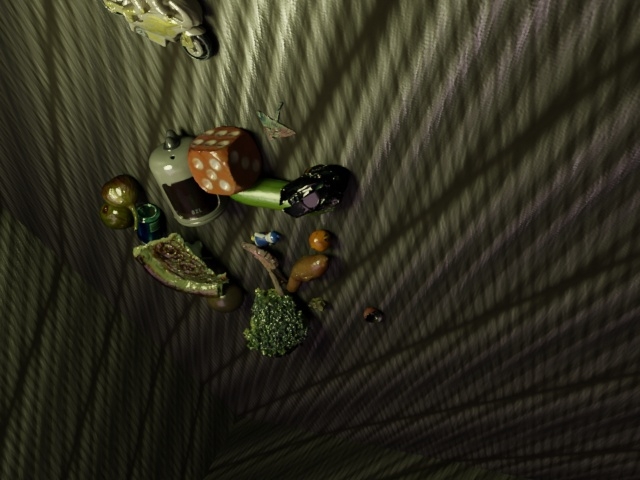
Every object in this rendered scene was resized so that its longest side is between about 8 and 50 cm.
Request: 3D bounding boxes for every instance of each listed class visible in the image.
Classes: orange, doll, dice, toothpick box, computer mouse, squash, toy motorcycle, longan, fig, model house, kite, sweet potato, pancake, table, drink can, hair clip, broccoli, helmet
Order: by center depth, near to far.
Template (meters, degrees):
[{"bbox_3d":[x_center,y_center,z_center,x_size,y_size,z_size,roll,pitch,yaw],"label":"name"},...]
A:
[{"bbox_3d":[-0.437,-0.625,1.160,0.341,0.107,0.223,26,152,-5],"label":"toy motorcycle"},{"bbox_3d":[-0.136,-0.361,1.339,0.139,0.011,0.156,27,144,0],"label":"kite"},{"bbox_3d":[-0.025,-0.156,1.364,0.242,0.077,0.146,-28,83,15],"label":"computer mouse"},{"bbox_3d":[-0.312,-0.263,1.439,0.175,0.174,0.179,7,132,30],"label":"dice"},{"bbox_3d":[-0.129,-0.150,1.488,0.396,0.107,0.107,10,138,18],"label":"squash"},{"bbox_3d":[-0.474,-0.234,1.565,0.229,0.229,0.316,9,136,27],"label":"toothpick box"},{"bbox_3d":[-0.001,0.000,1.596,0.084,0.083,0.083,19,141,16],"label":"orange"},{"bbox_3d":[-0.215,-0.009,1.751,0.143,0.057,0.099,-9,149,40],"label":"doll"},{"bbox_3d":[-0.071,0.131,1.777,0.109,0.109,0.385,38,148,-9],"label":"sweet potato"},{"bbox_3d":[0.212,0.305,1.821,0.084,0.049,0.065,26,113,-35],"label":"helmet"},{"bbox_3d":[-0.220,0.111,1.859,0.173,0.069,0.300,11,140,46],"label":"hair clip"},{"bbox_3d":[-0.829,-0.157,1.882,0.149,0.149,0.245,-31,87,49],"label":"fig"},{"bbox_3d":[-0.004,0.288,1.944,0.083,0.057,0.058,-16,118,42],"label":"model house"},{"bbox_3d":[-0.622,0.138,1.978,0.305,0.066,0.427,-31,116,31],"label":"pancake"},{"bbox_3d":[-0.790,-0.072,2.022,0.118,0.118,0.204,28,142,5],"label":"drink can"},{"bbox_3d":[-0.230,0.371,2.042,0.347,0.294,0.281,59,174,-17],"label":"broccoli"},{"bbox_3d":[-0.629,0.087,2.074,0.199,0.166,0.166,-5,131,27],"label":"table"},{"bbox_3d":[-0.926,-0.107,2.105,0.152,0.151,0.259,9,165,27],"label":"fig"},{"bbox_3d":[-0.469,0.274,2.159,0.189,0.189,0.189,19,141,16],"label":"longan"}]
